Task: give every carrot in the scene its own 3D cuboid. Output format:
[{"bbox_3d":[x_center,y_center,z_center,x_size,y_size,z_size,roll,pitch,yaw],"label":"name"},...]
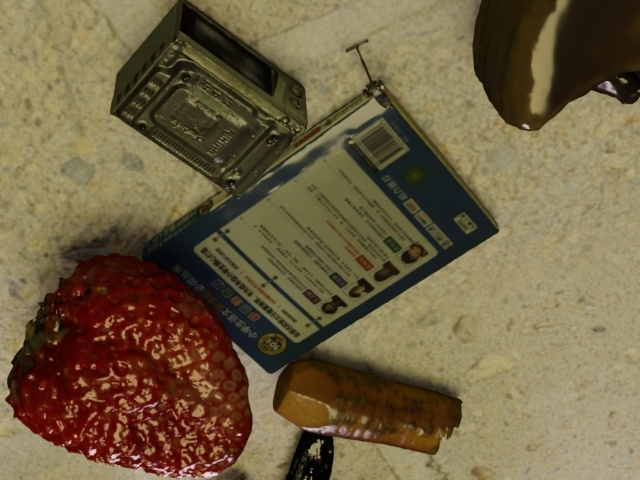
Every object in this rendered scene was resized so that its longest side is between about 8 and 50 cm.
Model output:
[{"bbox_3d":[0.078,0.263,1.824,0.301,0.114,0.114,16,123,-16],"label":"carrot"}]

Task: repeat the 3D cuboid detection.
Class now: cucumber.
[{"bbox_3d":[-0.032,0.418,1.947,0.081,0.072,0.303,34,126,17],"label":"cucumber"}]

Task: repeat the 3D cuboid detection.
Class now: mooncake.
[{"bbox_3d":[0.394,-0.246,1.389,0.393,0.246,0.394,-40,120,12],"label":"mooncake"}]

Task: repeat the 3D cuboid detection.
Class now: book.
[{"bbox_3d":[0.000,0.000,1.666,0.428,0.039,0.300,-33,122,18],"label":"book"}]

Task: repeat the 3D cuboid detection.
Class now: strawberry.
[{"bbox_3d":[-0.248,0.193,1.615,0.351,0.267,0.312,40,129,-4],"label":"strawberry"}]

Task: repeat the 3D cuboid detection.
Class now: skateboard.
[{"bbox_3d":[0.066,-0.212,1.505,0.032,0.083,0.064,-28,154,15],"label":"skateboard"}]

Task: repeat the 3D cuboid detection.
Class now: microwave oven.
[{"bbox_3d":[-0.139,-0.173,1.474,0.205,0.129,0.163,33,116,-24],"label":"microwave oven"}]

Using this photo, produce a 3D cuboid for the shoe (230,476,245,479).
[{"bbox_3d":[-0.136,0.486,1.956,0.089,0.092,0.180,-21,128,-39],"label":"shoe"}]
